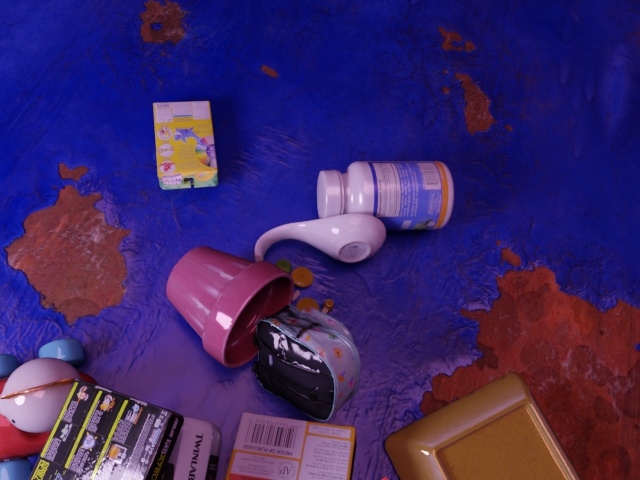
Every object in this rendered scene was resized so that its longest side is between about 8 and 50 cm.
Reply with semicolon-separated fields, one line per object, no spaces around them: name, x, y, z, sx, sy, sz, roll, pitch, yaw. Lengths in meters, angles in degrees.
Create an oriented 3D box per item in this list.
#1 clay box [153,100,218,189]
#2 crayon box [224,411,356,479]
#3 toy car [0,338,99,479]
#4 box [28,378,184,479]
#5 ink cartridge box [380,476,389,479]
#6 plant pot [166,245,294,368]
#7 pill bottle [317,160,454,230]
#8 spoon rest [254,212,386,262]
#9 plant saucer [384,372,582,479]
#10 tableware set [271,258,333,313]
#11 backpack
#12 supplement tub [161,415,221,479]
clay box;-0.298;-0.204;1.214;0.127;0.053;0.222;-5;68;-12
crayon box;-0.062;0.452;0.868;0.203;0.083;0.323;5;49;9
toy car;-0.458;0.255;0.863;0.210;0.238;0.219;-10;67;-24
box;-0.307;0.311;0.766;0.184;0.045;0.191;8;67;25
ink cartridge box;0.098;0.528;0.948;0.179;0.045;0.145;-35;76;-19
plant pot;-0.179;0.107;1.025;0.180;0.201;0.201;29;63;22
pill bottle;0.134;-0.095;1.183;0.271;0.152;0.153;-2;66;-10
spoon rest;0.000;0.000;1.133;0.276;0.137;0.084;-7;50;-7
plant saucer;0.338;0.447;1.002;0.332;0.081;0.333;-20;71;-19
tableware set;-0.043;0.105;1.132;0.154;0.024;0.104;32;55;8
backpack;-0.015;0.218;0.981;0.144;0.166;0.188;-18;34;-41
supplement tub;-0.277;0.444;0.832;0.207;0.207;0.338;8;64;-6
